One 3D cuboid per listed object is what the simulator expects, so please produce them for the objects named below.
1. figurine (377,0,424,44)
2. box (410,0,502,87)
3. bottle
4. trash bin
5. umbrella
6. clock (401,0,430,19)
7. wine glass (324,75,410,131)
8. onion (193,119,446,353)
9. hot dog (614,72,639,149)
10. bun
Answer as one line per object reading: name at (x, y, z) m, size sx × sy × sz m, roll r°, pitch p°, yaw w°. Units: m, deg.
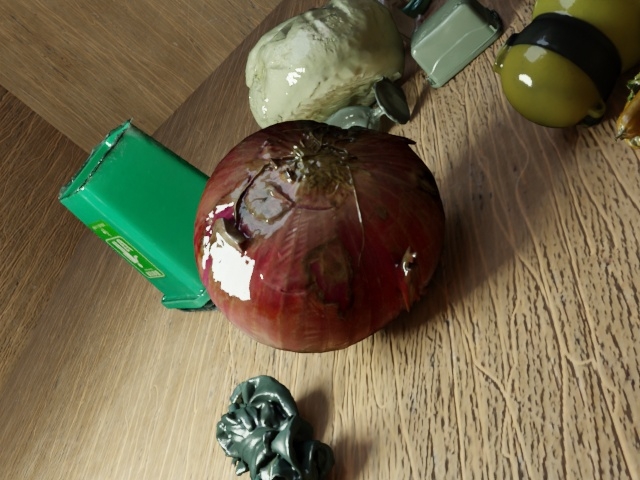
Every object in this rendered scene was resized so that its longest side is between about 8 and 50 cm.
figurine at (0.095, -0.445, 1.915) m, size 0.256 × 0.182 × 0.144 m, roll -28°, pitch 73°, yaw 39°
box at (0.243, -0.381, 1.616) m, size 0.172 × 0.093 × 0.124 m, roll -40°, pitch 22°, yaw 24°
bottle at (0.365, -0.303, 1.125) m, size 0.351 × 0.171 × 0.171 m, roll -54°, pitch 21°, yaw -11°
trash bin at (-0.307, -0.061, 1.780) m, size 0.259 × 0.381 × 0.295 m, roll -8°, pitch 45°, yaw 59°
umbrella at (-0.082, 0.264, 1.180) m, size 0.143 × 0.094 × 0.349 m, roll -46°, pitch 19°, yaw -2°
clock at (0.195, -0.548, 2.045) m, size 0.188 × 0.060 × 0.148 m, roll -16°, pitch 38°, yaw 55°
wine glass at (0.065, -0.217, 1.686) m, size 0.222 × 0.103 × 0.103 m, roll -32°, pitch 27°, yaw 36°
onion at (0.001, -0.009, 1.182) m, size 0.353 × 0.353 × 0.353 m, roll -42°, pitch 22°, yaw 21°
hot dog at (0.421, -0.208, 0.993) m, size 0.269 × 0.072 × 0.109 m, roll -53°, pitch 18°, yaw -10°
bun at (-0.001, -0.351, 1.726) m, size 0.360 × 0.211 × 0.360 m, roll -28°, pitch -7°, yaw -4°
